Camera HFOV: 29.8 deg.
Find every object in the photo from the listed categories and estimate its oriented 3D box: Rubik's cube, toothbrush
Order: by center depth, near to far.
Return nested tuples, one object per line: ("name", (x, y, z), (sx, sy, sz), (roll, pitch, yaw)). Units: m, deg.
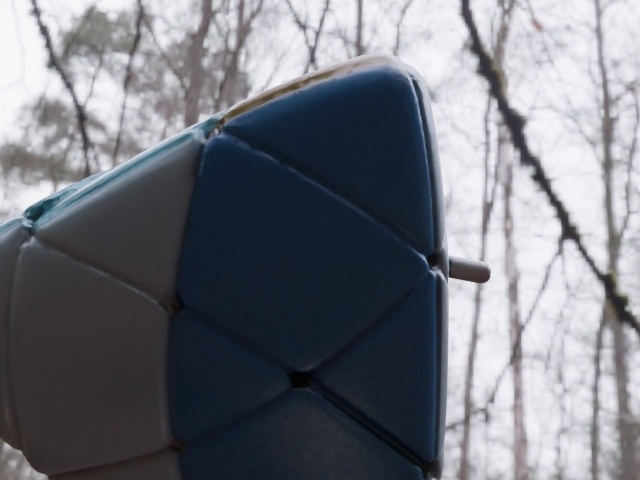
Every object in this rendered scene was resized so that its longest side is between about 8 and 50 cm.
("Rubik's cube", (-0.052, 0.008, 0.516), (0.254, 0.254, 0.254), (3, -29, 2))
("toothbrush", (0.000, 0.000, 0.958), (0.276, 0.025, 0.019), (13, -45, 16))
